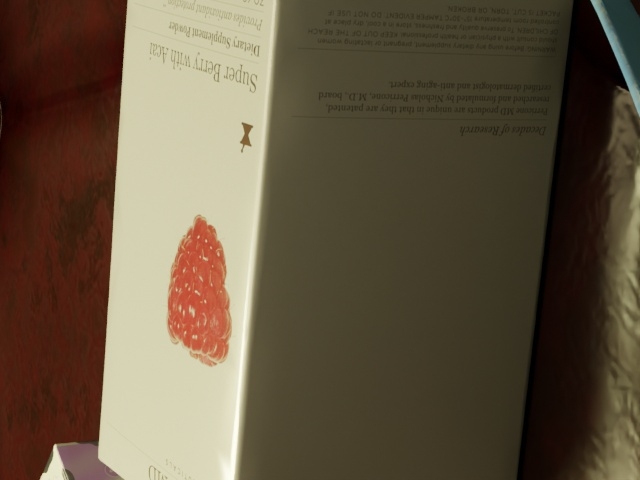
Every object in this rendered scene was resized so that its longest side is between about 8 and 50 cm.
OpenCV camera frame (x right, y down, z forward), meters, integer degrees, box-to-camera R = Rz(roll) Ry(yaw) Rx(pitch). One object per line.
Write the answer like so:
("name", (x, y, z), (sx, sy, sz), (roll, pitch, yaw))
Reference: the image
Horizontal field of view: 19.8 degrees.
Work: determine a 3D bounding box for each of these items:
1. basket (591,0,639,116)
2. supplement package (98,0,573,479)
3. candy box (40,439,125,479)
("basket", (0.190, -0.158, 0.575), (0.289, 0.201, 0.254), (-40, 53, 28))
("supplement package", (0.000, 0.000, 0.972), (0.177, 0.175, 0.293), (23, 111, 58))
("candy box", (-0.113, 0.210, 1.196), (0.070, 0.165, 0.196), (63, 142, 36))
